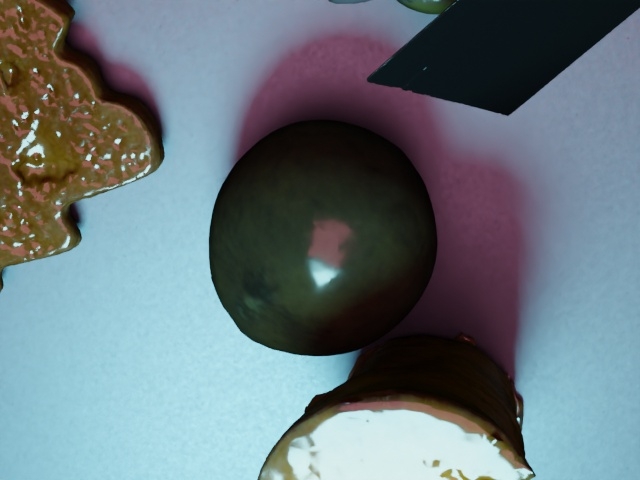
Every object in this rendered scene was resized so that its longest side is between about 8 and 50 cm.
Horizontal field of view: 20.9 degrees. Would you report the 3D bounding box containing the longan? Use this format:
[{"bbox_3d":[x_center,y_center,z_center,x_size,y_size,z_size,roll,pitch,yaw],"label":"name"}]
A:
[{"bbox_3d":[0.000,0.000,1.262,0.167,0.167,0.187,40,122,-8],"label":"longan"}]

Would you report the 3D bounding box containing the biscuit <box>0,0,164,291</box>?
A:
[{"bbox_3d":[-0.284,-0.063,1.317,0.284,0.043,0.306,31,107,-7],"label":"biscuit"}]

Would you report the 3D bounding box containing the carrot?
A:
[{"bbox_3d":[0.066,0.149,1.250,0.196,0.254,0.196,2,107,8],"label":"carrot"}]

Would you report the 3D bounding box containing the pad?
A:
[{"bbox_3d":[0.142,-0.146,1.173,0.163,0.243,0.004,-40,71,21],"label":"pad"}]

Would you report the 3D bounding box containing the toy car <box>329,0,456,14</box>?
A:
[{"bbox_3d":[0.124,-0.299,1.137,0.336,0.242,0.226,-18,83,9],"label":"toy car"}]
